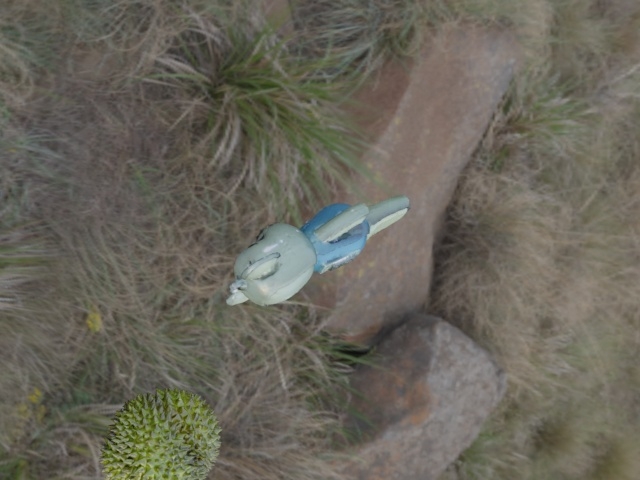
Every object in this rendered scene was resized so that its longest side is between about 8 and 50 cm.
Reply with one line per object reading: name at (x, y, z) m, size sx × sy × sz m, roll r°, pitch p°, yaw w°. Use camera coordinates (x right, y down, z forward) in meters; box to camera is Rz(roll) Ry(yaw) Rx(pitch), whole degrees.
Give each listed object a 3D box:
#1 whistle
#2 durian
whistle at (0.000, 0.000, 0.814) m, size 0.235 × 0.114 × 0.077 m, roll -27°, pitch 75°, yaw -29°
durian at (-0.215, 0.280, 1.033) m, size 0.159 × 0.198 × 0.146 m, roll 28°, pitch 104°, yaw -6°
